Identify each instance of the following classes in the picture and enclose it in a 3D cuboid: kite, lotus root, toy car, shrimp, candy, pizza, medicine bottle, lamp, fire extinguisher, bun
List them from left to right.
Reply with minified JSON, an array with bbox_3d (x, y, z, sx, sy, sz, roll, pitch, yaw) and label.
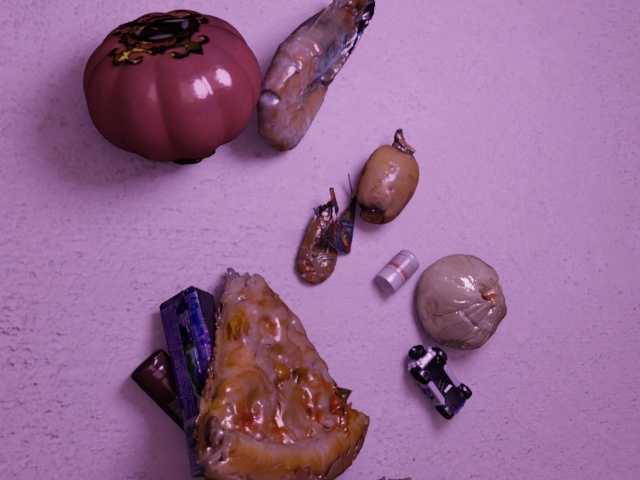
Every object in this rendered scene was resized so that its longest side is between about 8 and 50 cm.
[{"bbox_3d":[-0.250,-0.255,1.010,0.305,0.240,0.305,-2,49,2],"label":"lamp"},{"bbox_3d":[-0.225,0.290,1.041,0.231,0.071,0.099,48,52,-11],"label":"fire extinguisher"},{"bbox_3d":[-0.200,0.231,0.980,0.061,0.088,0.313,30,36,-55],"label":"candy"},{"bbox_3d":[-0.040,0.281,1.021,0.392,0.080,0.435,44,28,-29],"label":"pizza"},{"bbox_3d":[0.000,-0.358,1.179,0.109,0.221,0.446,20,60,20],"label":"shrimp"},{"bbox_3d":[0.000,0.000,1.199,0.091,0.043,0.184,13,84,-29],"label":"shrimp"},{"bbox_3d":[0.040,-0.039,1.204,0.183,0.010,0.160,-48,129,-46],"label":"kite"},{"bbox_3d":[0.150,-0.135,1.236,0.118,0.125,0.221,21,73,22],"label":"lotus root"},{"bbox_3d":[0.166,0.068,1.251,0.089,0.057,0.057,-42,100,-22],"label":"medicine bottle"},{"bbox_3d":[0.248,0.298,1.247,0.080,0.070,0.171,-40,101,-23],"label":"toy car"},{"bbox_3d":[0.325,0.132,1.270,0.220,0.134,0.221,6,77,-26],"label":"bun"}]

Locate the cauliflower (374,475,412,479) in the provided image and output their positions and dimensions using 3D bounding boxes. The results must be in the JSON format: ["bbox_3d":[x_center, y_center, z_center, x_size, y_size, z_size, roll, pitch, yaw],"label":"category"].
[{"bbox_3d":[0.109,0.557,1.068,0.327,0.260,0.281,-28,99,-59],"label":"cauliflower"}]
